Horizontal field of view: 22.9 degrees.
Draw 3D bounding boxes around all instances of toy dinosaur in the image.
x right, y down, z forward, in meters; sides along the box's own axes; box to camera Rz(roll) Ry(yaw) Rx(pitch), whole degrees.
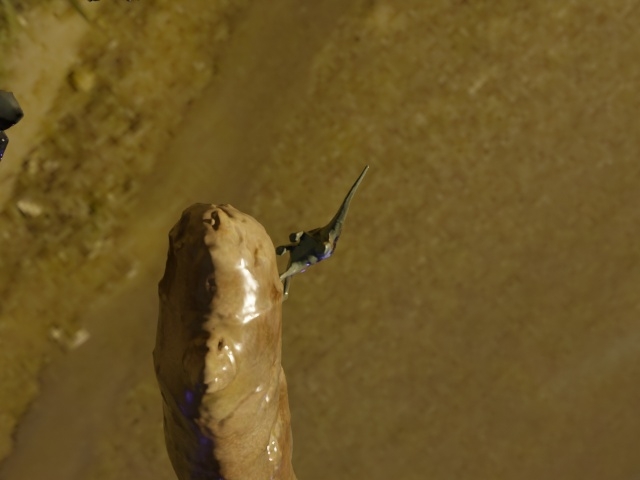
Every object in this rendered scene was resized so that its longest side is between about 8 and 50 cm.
[{"bbox_3d":[-0.009,0.005,1.425,0.180,0.037,0.058,-45,172,39],"label":"toy dinosaur"}]

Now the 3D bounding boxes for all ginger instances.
[{"bbox_3d":[-0.024,0.090,0.618,0.075,0.089,0.288,-12,142,0],"label":"ginger"}]

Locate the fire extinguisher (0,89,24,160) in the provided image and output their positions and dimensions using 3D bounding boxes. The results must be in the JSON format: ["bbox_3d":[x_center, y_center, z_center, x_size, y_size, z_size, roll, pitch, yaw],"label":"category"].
[{"bbox_3d":[-0.282,-0.018,0.834,0.135,0.114,0.337,-39,171,39],"label":"fire extinguisher"}]

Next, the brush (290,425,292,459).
[{"bbox_3d":[-0.042,0.223,1.369,0.021,0.070,0.196,-22,136,-37],"label":"brush"}]
